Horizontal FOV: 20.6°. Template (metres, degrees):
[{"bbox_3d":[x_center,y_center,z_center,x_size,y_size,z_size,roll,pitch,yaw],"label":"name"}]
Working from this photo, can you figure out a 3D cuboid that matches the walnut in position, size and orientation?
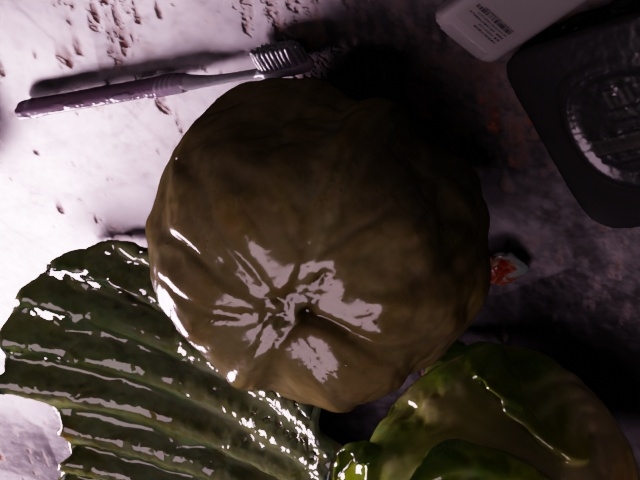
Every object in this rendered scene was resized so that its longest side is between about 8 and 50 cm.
[{"bbox_3d":[0.002,0.001,1.490,0.282,0.277,0.253,7,120,20],"label":"walnut"}]

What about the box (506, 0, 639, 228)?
[{"bbox_3d":[0.257,-0.095,1.387,0.212,0.042,0.201,-12,121,45],"label":"box"}]

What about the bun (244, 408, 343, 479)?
[{"bbox_3d":[-0.063,0.281,2.029,0.237,0.116,0.210,4,140,25],"label":"bun"}]

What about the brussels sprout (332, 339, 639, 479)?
[{"bbox_3d":[0.160,0.226,1.696,0.294,0.259,0.227,11,143,23],"label":"brussels sprout"}]

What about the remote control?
[{"bbox_3d":[0.187,-0.210,1.321,0.067,0.029,0.261,38,141,-17],"label":"remote control"}]

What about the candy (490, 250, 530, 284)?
[{"bbox_3d":[0.059,0.062,1.670,0.292,0.059,0.086,-16,159,17],"label":"candy"}]

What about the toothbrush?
[{"bbox_3d":[-0.153,-0.145,1.614,0.354,0.024,0.029,-6,129,36],"label":"toothbrush"}]

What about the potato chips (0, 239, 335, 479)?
[{"bbox_3d":[-0.150,0.179,1.872,0.389,0.097,0.373,-4,115,29],"label":"potato chips"}]
